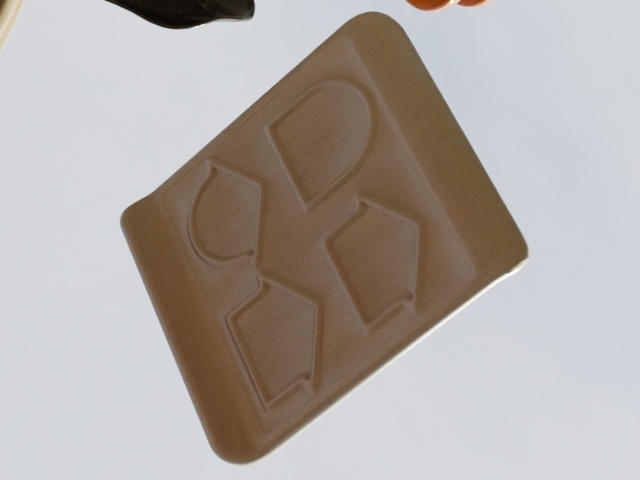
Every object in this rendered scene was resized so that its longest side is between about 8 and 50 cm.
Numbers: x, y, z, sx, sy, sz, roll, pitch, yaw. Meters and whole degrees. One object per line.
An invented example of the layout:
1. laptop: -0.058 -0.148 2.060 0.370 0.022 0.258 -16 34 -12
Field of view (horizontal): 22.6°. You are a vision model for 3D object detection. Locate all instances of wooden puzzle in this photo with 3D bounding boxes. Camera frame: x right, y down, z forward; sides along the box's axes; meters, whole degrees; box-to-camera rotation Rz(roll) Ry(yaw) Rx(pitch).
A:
1. wooden puzzle: 0.000 0.000 1.523 0.080 0.348 0.322 30 -151 -54

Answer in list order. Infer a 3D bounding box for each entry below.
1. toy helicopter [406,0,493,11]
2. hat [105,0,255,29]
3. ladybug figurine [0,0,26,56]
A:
1. toy helicopter: 0.057 -0.402 1.881 0.355 0.235 0.140 12 -164 29
2. hat: -0.202 -0.369 1.850 0.331 0.134 0.331 19 -155 -9
3. ladybug figurine: -0.328 -0.173 1.021 0.305 0.162 0.449 20 -107 6
